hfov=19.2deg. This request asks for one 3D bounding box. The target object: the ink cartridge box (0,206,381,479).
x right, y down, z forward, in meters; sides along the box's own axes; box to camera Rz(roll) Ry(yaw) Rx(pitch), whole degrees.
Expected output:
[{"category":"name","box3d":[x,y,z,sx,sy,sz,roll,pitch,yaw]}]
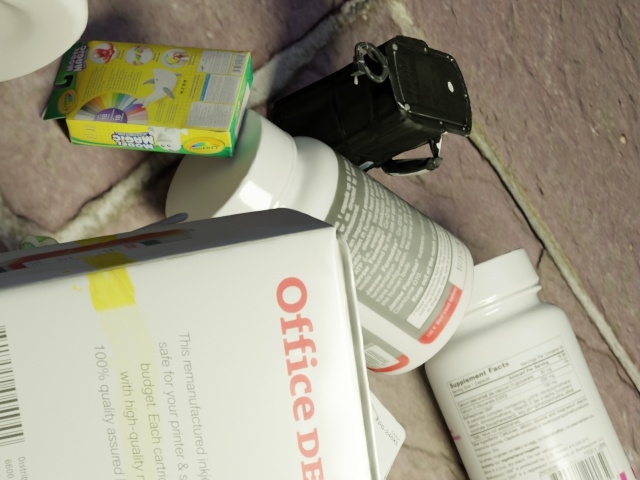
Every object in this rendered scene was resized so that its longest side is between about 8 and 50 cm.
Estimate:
[{"category":"ink cartridge box","box3d":[-0.166,0.146,1.379,0.385,0.160,0.279,-10,101,-15]}]

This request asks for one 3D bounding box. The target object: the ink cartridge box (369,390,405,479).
[{"category":"ink cartridge box","box3d":[-0.015,0.182,1.723,0.109,0.150,0.063,48,42,-17]}]

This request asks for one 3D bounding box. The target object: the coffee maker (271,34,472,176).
[{"category":"coffee maker","box3d":[0.035,-0.133,1.922,0.171,0.178,0.120,35,46,-33]}]

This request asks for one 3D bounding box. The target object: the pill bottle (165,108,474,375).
[{"category":"pill bottle","box3d":[0.000,0.000,1.828,0.283,0.161,0.161,35,48,-30]}]

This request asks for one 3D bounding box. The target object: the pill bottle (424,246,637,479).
[{"category":"pill bottle","box3d":[0.205,0.161,1.961,0.160,0.160,0.283,-17,83,-50]}]

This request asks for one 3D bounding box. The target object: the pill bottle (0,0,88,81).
[{"category":"pill bottle","box3d":[-0.325,-0.351,1.620,0.224,0.224,0.392,13,62,-43]}]

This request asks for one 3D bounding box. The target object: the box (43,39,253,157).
[{"category":"box","box3d":[-0.160,-0.133,1.756,0.043,0.179,0.105,86,13,-52]}]

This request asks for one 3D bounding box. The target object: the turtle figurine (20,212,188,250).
[{"category":"turtle figurine","box3d":[-0.199,0.105,1.506,0.266,0.275,0.198,-46,139,-26]}]
